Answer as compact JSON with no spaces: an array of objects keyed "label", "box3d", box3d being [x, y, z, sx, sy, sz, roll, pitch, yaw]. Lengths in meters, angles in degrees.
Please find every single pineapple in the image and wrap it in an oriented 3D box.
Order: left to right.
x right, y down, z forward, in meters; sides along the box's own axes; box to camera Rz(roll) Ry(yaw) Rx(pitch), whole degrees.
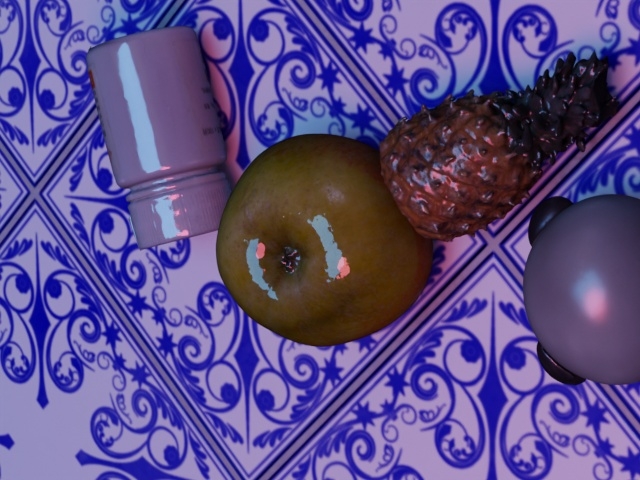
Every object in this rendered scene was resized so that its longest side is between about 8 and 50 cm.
[{"label":"pineapple","box3d":[0.202,-0.115,2.016,0.278,0.158,0.158,-31,80,26]}]

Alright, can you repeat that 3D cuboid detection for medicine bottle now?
[{"label":"medicine bottle","box3d":[-0.188,-0.123,2.289,0.144,0.144,0.252,-16,87,37]}]

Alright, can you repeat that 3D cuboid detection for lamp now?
[{"label":"lamp","box3d":[0.327,0.048,1.932,0.243,0.198,0.198,-4,97,14]}]

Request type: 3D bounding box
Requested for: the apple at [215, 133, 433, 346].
[{"label":"apple","box3d":[0.000,0.000,2.142,0.260,0.194,0.261,6,102,33]}]
